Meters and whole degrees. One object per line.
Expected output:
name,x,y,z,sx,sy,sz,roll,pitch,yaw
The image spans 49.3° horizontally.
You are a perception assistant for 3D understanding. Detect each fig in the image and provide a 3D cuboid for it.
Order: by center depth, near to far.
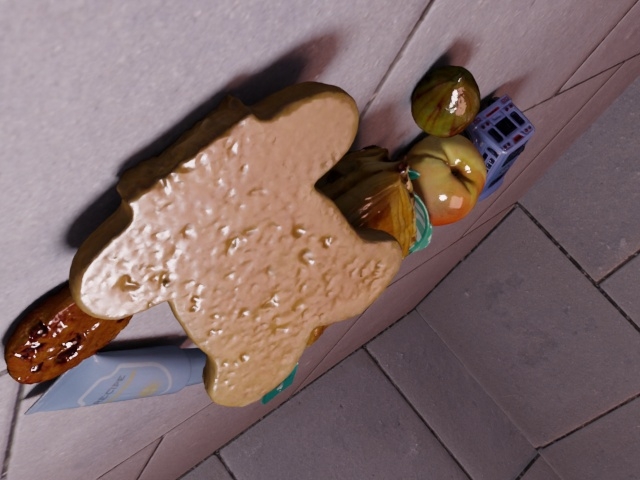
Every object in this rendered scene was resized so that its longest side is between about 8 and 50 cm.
fig,0.198,-0.221,1.078,0.109,0.103,0.155,-62,175,-4

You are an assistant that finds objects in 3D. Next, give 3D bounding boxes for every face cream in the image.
face cream,-0.309,0.224,1.169,0.135,0.086,0.385,-44,161,13

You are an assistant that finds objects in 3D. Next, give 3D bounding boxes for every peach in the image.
peach,0.228,-0.114,1.345,0.184,0.184,0.184,-37,166,-11

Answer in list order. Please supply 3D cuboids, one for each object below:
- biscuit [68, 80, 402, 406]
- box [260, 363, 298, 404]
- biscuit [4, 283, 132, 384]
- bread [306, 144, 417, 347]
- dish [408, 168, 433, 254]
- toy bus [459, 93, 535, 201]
biscuit,-0.072,0.008,0.848,0.368,0.076,0.394,-41,137,-3
box,-0.137,0.278,1.616,0.092,0.153,0.245,-34,166,-19
biscuit,-0.312,0.114,0.887,0.192,0.049,0.192,-41,169,-10
bread,0.000,0.000,1.099,0.324,0.167,0.277,-42,154,-13
dish,0.104,-0.060,1.283,0.078,0.224,0.246,-89,-166,-47
toy bus,0.352,-0.182,1.523,0.125,0.133,0.292,-36,165,-18
